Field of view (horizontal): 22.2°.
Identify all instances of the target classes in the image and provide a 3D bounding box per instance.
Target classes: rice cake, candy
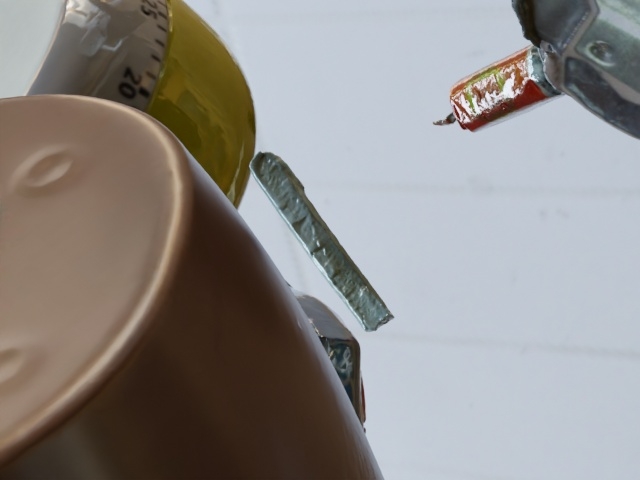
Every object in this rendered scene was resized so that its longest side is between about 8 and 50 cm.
[{"bbox_3d":[0.000,0.000,0.910,0.121,0.021,0.022,53,-178,12],"label":"rice cake"},{"bbox_3d":[0.193,-0.151,1.545,0.292,0.086,0.059,-23,90,58],"label":"candy"}]

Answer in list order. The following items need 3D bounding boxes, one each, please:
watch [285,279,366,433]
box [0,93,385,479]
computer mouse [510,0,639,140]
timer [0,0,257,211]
[{"bbox_3d":[-0.122,0.172,1.311,0.241,0.274,0.305,-152,68,-66],"label":"watch"},{"bbox_3d":[-0.121,0.098,0.568,0.301,0.301,0.216,6,131,28],"label":"box"},{"bbox_3d":[0.236,-0.172,0.872,0.199,0.115,0.389,29,152,-4],"label":"computer mouse"},{"bbox_3d":[-0.139,-0.040,1.146,0.285,0.285,0.285,17,133,19],"label":"timer"}]
